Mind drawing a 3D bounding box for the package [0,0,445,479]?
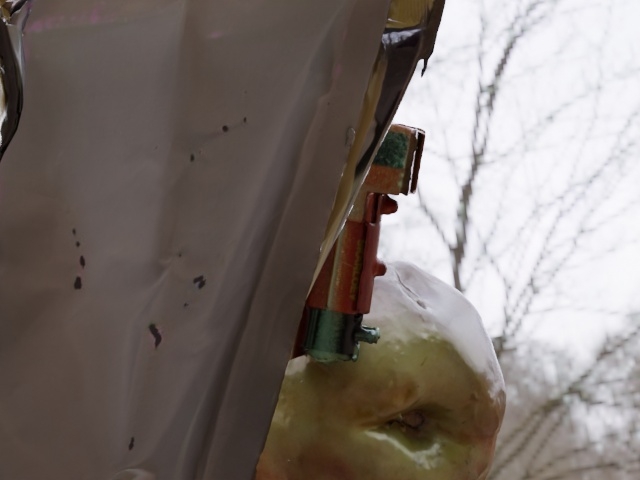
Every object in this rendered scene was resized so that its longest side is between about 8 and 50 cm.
[{"bbox_3d":[-0.084,0.004,0.552,0.165,0.221,0.311,-2,-54,-28],"label":"package"}]

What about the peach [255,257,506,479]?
[{"bbox_3d":[0.018,0.109,1.135,0.214,0.214,0.235,11,10,-39],"label":"peach"}]

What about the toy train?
[{"bbox_3d":[0.000,0.000,0.997,0.118,0.176,0.074,9,2,14],"label":"toy train"}]
